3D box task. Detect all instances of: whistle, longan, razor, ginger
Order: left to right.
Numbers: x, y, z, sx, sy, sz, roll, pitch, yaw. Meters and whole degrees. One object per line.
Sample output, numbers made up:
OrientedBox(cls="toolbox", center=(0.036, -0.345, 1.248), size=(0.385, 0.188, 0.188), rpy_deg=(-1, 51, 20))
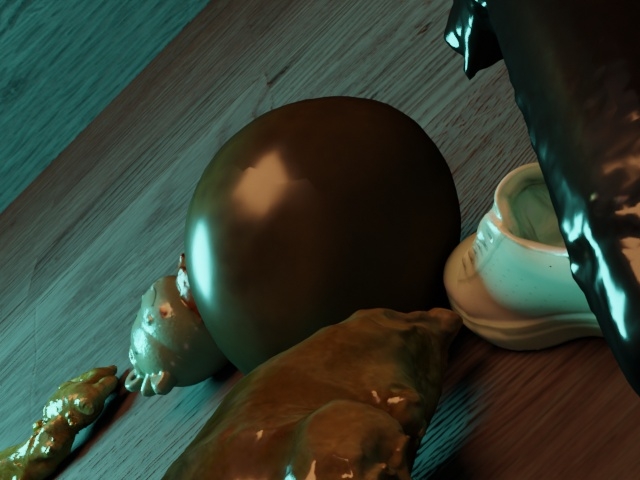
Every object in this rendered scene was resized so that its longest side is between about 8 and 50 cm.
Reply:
OrientedBox(cls="ginger", center=(-0.270, 0.191, 1.338), size=(0.176, 0.052, 0.193), rpy_deg=(-40, 16, 38))
OrientedBox(cls="whistle", center=(-0.077, 0.039, 1.155), size=(0.253, 0.106, 0.101), rpy_deg=(-43, 58, 9))
OrientedBox(cls="ginger", center=(-0.009, 0.126, 0.742), size=(0.270, 0.123, 0.219), rpy_deg=(-58, 17, -21))
OrientedBox(cls="longan", center=(0.000, 0.000, 0.908), size=(0.198, 0.198, 0.212), rpy_deg=(-32, 19, 39))
OrientedBox(cls="razor", center=(0.165, -0.061, 0.574), size=(0.326, 0.189, 0.107), rpy_deg=(-105, 15, -51))

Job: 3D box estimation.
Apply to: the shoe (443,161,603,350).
OrientedBox(cls="shoe", center=(0.127, -0.004, 0.748), size=(0.095, 0.110, 0.265), rpy_deg=(-53, 21, -16))
